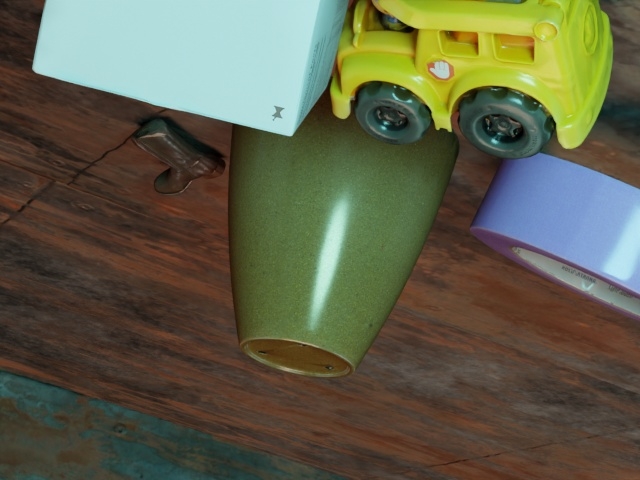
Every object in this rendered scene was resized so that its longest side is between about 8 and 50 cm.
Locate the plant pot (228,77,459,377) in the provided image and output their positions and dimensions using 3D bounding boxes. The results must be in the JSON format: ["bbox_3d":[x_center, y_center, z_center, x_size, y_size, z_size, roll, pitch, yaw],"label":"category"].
[{"bbox_3d":[0.000,0.000,1.666,0.237,0.254,0.237,12,160,4],"label":"plant pot"}]

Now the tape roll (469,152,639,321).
[{"bbox_3d":[0.288,0.009,1.626,0.275,0.090,0.275,25,176,2],"label":"tape roll"}]

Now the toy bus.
[{"bbox_3d":[0.107,-0.185,1.293,0.220,0.149,0.211,7,146,20],"label":"toy bus"}]

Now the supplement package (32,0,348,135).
[{"bbox_3d":[-0.083,-0.187,1.221,0.194,0.149,0.203,14,-164,3],"label":"supplement package"}]

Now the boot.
[{"bbox_3d":[-0.179,-0.093,1.828,0.106,0.037,0.114,-20,148,34],"label":"boot"}]
